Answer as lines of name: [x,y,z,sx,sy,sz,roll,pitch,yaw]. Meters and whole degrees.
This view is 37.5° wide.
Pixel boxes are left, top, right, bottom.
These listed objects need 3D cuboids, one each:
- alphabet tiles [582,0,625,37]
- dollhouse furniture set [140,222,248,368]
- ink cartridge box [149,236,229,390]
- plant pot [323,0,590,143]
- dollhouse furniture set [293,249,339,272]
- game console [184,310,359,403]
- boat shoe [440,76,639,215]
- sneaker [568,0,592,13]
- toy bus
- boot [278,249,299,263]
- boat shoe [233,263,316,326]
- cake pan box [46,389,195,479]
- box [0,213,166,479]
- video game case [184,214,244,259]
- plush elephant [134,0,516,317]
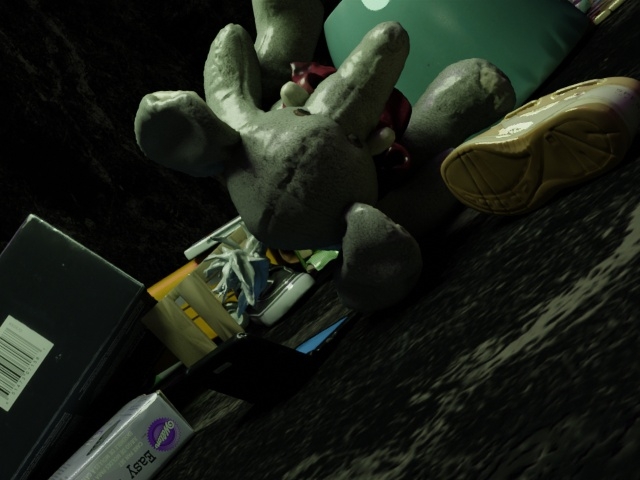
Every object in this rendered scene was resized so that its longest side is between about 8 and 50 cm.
alphabet tiles: [0.430,-0.364,1.217,0.342,0.011,0.285,-41,6,31]
dollhouse furniture set: [-0.110,0.073,1.202,0.144,0.123,0.151,-40,5,33]
ink cartridge box: [-0.249,0.138,1.803,0.289,0.121,0.211,-39,7,44]
plant pot: [0.148,-0.256,1.190,0.293,0.235,0.293,-45,5,5]
dollhouse furniture set: [0.000,0.000,1.203,0.076,0.058,0.152,-28,2,-13]
game console: [-0.043,0.091,0.816,0.122,0.107,0.071,-39,35,51]
boat shoe: [0.148,-0.062,0.624,0.059,0.063,0.170,-43,13,-28]
sneaker: [0.313,-0.316,1.270,0.038,0.069,0.098,-46,5,-30]
toy bus: [-0.204,0.110,1.483,0.333,0.130,0.108,-32,6,7]
boot: [0.049,-0.095,1.411,0.283,0.109,0.220,-43,2,40]
boat shoe: [-0.071,0.062,1.252,0.080,0.076,0.228,-45,5,-13]
cake pan box: [-0.267,0.279,1.037,0.246,0.070,0.267,-43,4,-23]
box: [-0.369,0.183,1.252,0.343,0.179,0.312,-57,-9,-11]
video game case: [-0.142,-0.018,1.458,0.143,0.019,0.157,-33,4,-2]
plush elephant: [0.002,-0.080,0.786,0.330,0.272,0.255,-58,3,-4]
